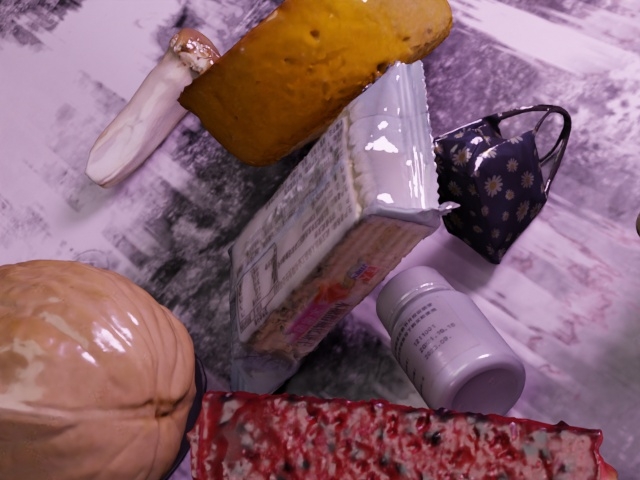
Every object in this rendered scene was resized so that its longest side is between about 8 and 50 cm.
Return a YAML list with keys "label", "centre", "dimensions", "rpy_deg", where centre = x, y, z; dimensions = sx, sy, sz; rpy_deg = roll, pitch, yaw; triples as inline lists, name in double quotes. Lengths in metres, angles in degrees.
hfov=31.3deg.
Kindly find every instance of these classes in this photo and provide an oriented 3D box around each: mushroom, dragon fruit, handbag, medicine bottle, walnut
- label: "mushroom"
  centre: [-0.188, -0.145, 1.300]
  dimensions: [0.084, 0.071, 0.209]
  rpy_deg: [39, 89, 13]
- label: "dragon fruit"
  centre: [0.060, 0.226, 0.815]
  dimensions: [0.317, 0.152, 0.205]
  rpy_deg: [3, 74, 30]
- label: "handbag"
  centre: [0.163, -0.065, 0.976]
  dimensions: [0.139, 0.115, 0.072]
  rpy_deg: [-38, 42, -18]
- label: "medicine bottle"
  centre: [0.100, 0.084, 0.918]
  dimensions: [0.080, 0.080, 0.130]
  rpy_deg: [-40, 42, 5]
- label: "walnut"
  centre: [-0.230, 0.126, 0.982]
  dimensions: [0.261, 0.225, 0.225]
  rpy_deg: [10, 66, 38]

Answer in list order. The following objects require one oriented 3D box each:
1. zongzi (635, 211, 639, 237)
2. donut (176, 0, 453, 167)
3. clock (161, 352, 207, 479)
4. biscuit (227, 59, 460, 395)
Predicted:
- label: "zongzi"
  centre: [0.369, -0.034, 0.790]
  dimensions: [0.242, 0.112, 0.221]
  rpy_deg: [31, 78, 43]
- label: "donut"
  centre: [0.006, -0.172, 1.077]
  dimensions: [0.277, 0.108, 0.277]
  rpy_deg: [-36, 2, 1]
- label: "clock"
  centre: [-0.196, 0.164, 1.099]
  dimensions: [0.184, 0.040, 0.184]
  rpy_deg: [-18, 51, 24]
- label: "biscuit"
  centre: [-0.001, -0.003, 0.992]
  dimensions: [0.309, 0.079, 0.186]
  rpy_deg: [-51, 33, 39]
